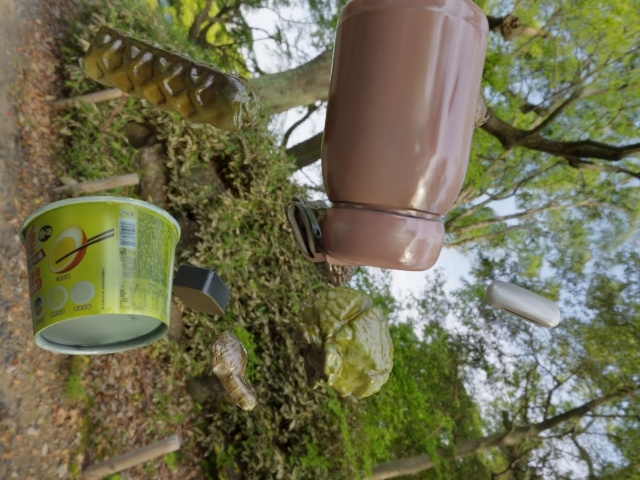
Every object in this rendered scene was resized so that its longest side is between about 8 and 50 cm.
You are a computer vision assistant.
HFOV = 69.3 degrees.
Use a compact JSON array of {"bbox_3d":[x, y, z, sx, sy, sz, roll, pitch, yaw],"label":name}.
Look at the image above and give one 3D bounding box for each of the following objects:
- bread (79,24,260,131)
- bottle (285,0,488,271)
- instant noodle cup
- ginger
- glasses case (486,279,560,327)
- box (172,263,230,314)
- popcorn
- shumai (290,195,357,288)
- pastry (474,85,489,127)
[{"bbox_3d":[-0.219,-0.242,0.710,0.098,0.270,0.087,-65,176,-67],"label":"bread"},{"bbox_3d":[0.071,-0.112,0.543,0.173,0.207,0.296,-2,100,-71],"label":"bottle"},{"bbox_3d":[-0.428,0.085,0.914,0.311,0.311,0.221,98,-19,-61],"label":"instant noodle cup"},{"bbox_3d":[-0.174,0.261,0.938,0.096,0.067,0.165,-52,120,-80],"label":"ginger"},{"bbox_3d":[0.518,0.162,1.186,0.049,0.193,0.074,108,4,-56],"label":"glasses case"},{"bbox_3d":[-0.388,0.162,1.518,0.201,0.145,0.090,76,27,-59],"label":"box"},{"bbox_3d":[0.057,0.246,1.135,0.224,0.270,0.257,-32,-148,39],"label":"popcorn"},{"bbox_3d":[-0.003,-0.001,1.479,0.283,0.217,0.346,29,-22,14],"label":"shumai"},{"bbox_3d":[0.483,-0.537,1.645,0.356,0.164,0.355,32,51,-50],"label":"pastry"}]
